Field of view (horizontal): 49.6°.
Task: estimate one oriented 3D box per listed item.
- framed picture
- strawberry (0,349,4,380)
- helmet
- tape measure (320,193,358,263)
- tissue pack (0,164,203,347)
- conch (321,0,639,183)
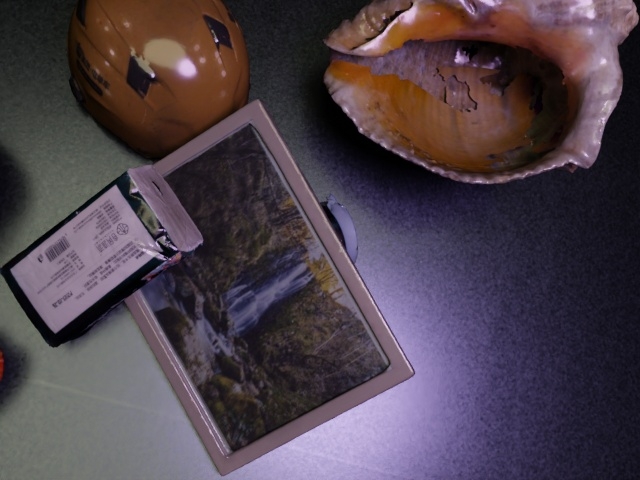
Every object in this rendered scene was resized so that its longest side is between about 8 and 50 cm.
[{"bbox_3d":[-0.082,0.052,0.717,0.240,0.020,0.324,-29,87,10],"label":"framed picture"},{"bbox_3d":[-0.389,0.129,0.611,0.201,0.184,0.187,0,84,-22],"label":"strawberry"},{"bbox_3d":[-0.171,-0.208,0.740,0.198,0.130,0.224,-33,87,-19],"label":"helmet"},{"bbox_3d":[0.001,0.000,0.758,0.054,0.094,0.091,-11,83,-28],"label":"tape measure"},{"bbox_3d":[-0.213,0.013,0.683,0.170,0.090,0.103,-35,88,11],"label":"tissue pack"},{"bbox_3d":[0.190,-0.191,0.789,0.352,0.210,0.297,-13,73,13],"label":"conch"}]
